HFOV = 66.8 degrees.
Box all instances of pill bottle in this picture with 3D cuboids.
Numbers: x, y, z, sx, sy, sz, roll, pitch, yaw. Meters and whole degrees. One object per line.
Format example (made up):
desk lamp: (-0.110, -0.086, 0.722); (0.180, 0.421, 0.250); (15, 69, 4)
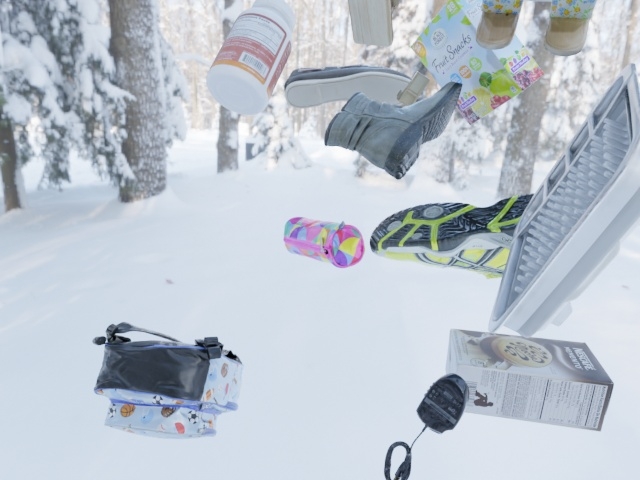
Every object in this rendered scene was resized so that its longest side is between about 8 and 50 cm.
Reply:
pill bottle: (-0.124, -0.358, 0.929); (0.121, 0.216, 0.121); (16, -23, 7)

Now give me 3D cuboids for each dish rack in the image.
dish rack: (0.323, -0.043, 0.596); (0.072, 0.285, 0.333); (30, 40, 11)

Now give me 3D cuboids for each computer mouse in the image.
computer mouse: (0.183, 0.334, 0.850); (0.071, 0.242, 0.041); (38, 15, 27)

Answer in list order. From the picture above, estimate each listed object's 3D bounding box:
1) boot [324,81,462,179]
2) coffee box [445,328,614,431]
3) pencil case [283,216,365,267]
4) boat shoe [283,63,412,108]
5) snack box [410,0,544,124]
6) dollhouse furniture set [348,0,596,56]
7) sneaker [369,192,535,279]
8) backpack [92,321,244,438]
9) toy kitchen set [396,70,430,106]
boot: (0.126, -0.223, 0.836); (0.161, 0.083, 0.246); (33, 62, 20)
coffee box: (0.431, 0.291, 1.045); (0.297, 0.119, 0.168); (5, 17, 8)
pencil case: (0.000, 0.000, 1.101); (0.104, 0.104, 0.236); (-5, 8, -30)
boat shoe: (0.073, -0.407, 1.241); (0.335, 0.112, 0.095); (-1, 56, 5)
snack box: (0.288, -0.345, 0.923); (0.070, 0.207, 0.174); (-38, 2, -16)
dollhouse furniture set: (0.163, -0.278, 0.468); (0.242, 0.161, 0.212); (13, -25, 18)
sneaker: (0.282, 0.014, 0.918); (0.385, 0.147, 0.145); (-2, 37, 22)
backpack: (-0.282, 0.293, 0.984); (0.276, 0.213, 0.263); (4, -14, 20)
toy kitchen set: (0.222, -0.334, 1.098); (0.068, 0.075, 0.083); (30, 24, -9)
